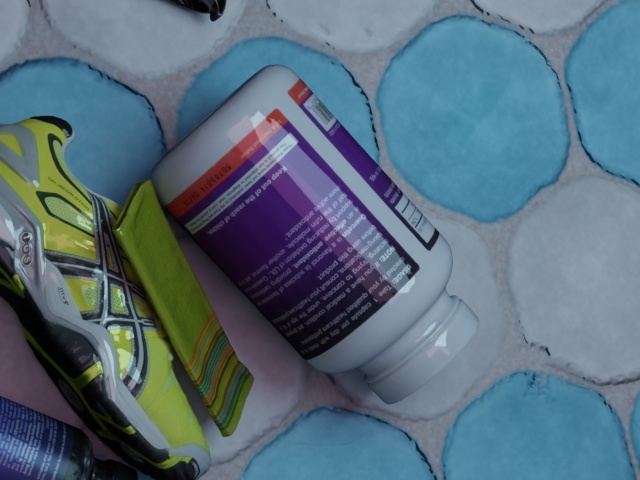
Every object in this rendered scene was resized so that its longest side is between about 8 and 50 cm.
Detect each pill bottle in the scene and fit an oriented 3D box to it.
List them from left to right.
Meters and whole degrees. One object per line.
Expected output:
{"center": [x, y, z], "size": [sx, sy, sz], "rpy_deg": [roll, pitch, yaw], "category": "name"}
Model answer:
{"center": [-0.280, 0.207, 1.512], "size": [0.219, 0.123, 0.123], "rpy_deg": [25, 72, -18], "category": "pill bottle"}
{"center": [0.000, 0.000, 1.631], "size": [0.323, 0.181, 0.181], "rpy_deg": [48, 68, -6], "category": "pill bottle"}

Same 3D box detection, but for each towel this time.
{"center": [-0.125, 0.064, 1.579], "size": [0.021, 0.102, 0.237], "rpy_deg": [-19, 114, 16], "category": "towel"}

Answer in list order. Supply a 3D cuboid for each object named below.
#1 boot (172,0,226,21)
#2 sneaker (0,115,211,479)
{"center": [-0.166, -0.370, 1.690], "size": [0.263, 0.091, 0.229], "rpy_deg": [32, 70, -14], "category": "boot"}
{"center": [-0.203, 0.051, 1.565], "size": [0.147, 0.145, 0.385], "rpy_deg": [-35, 95, -23], "category": "sneaker"}
